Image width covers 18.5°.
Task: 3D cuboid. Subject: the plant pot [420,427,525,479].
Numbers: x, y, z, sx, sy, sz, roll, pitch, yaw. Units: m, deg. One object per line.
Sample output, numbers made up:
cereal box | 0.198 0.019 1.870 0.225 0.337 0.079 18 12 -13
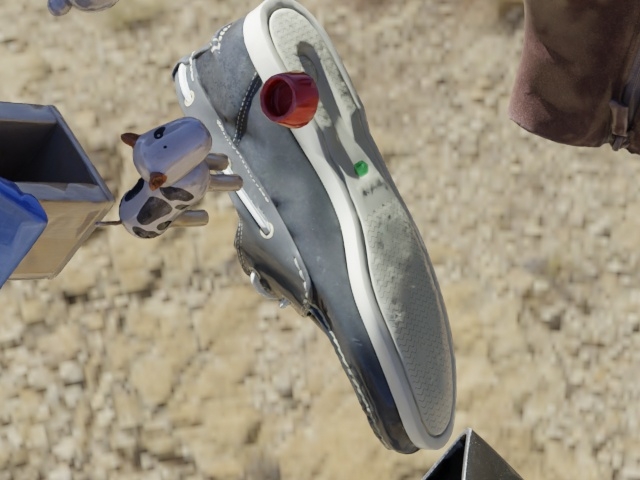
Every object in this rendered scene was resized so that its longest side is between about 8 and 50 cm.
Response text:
plant pot | 0.105 0.270 1.292 0.167 0.188 0.187 34 19 -6

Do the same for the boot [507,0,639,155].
boot | 0.221 -0.133 1.014 0.248 0.207 0.090 9 39 10

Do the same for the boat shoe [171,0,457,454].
boat shoe | 0.000 0.000 0.970 0.079 0.233 0.084 -26 -4 27

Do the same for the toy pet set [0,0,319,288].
toy pet set | -0.081 -0.044 0.523 0.065 0.114 0.122 1 47 -51
